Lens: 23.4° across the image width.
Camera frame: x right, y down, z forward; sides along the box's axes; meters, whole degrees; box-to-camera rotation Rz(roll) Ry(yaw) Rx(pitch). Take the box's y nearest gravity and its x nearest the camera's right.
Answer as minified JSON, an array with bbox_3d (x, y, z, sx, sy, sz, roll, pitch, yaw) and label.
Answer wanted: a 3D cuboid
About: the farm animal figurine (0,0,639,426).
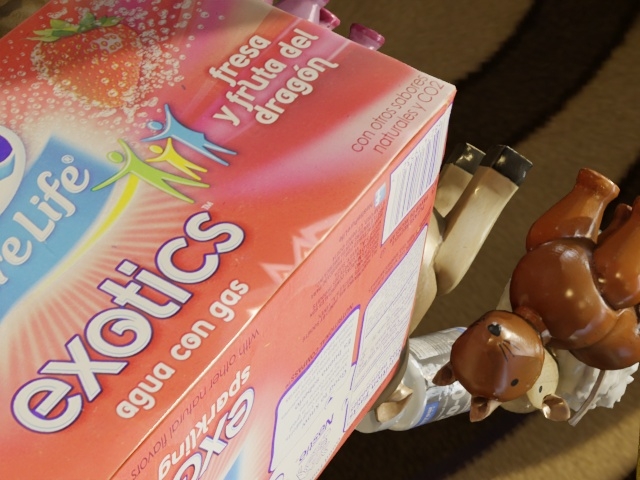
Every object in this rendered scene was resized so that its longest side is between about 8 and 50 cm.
[{"bbox_3d":[0.000,0.000,0.747,0.330,0.327,0.172,31,91,10],"label":"farm animal figurine"}]

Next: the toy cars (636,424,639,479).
[{"bbox_3d":[0.426,0.117,1.256,0.393,0.087,0.176,-33,80,-8],"label":"toy cars"}]

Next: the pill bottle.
[{"bbox_3d":[0.084,0.125,1.371,0.137,0.078,0.078,-11,98,-42],"label":"pill bottle"}]

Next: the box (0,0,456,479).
[{"bbox_3d":[-0.093,0.056,0.499,0.142,0.154,0.300,26,50,18],"label":"box"}]
